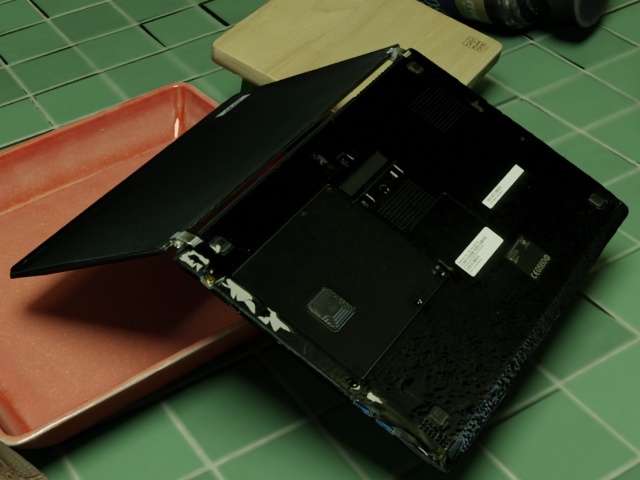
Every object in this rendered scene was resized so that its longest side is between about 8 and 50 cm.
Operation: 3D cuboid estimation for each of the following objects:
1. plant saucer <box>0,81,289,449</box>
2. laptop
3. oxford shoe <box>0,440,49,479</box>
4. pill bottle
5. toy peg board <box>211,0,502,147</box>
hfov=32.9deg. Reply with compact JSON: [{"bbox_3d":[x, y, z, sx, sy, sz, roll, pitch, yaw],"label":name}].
[{"bbox_3d":[-0.127,0.008,0.683,0.258,0.048,0.259,-27,43,-26],"label":"plant saucer"},{"bbox_3d":[0.000,0.000,0.632,0.264,0.136,0.234,38,50,8],"label":"laptop"},{"bbox_3d":[-0.284,0.102,0.553,0.364,0.130,0.133,18,10,36],"label":"oxford shoe"},{"bbox_3d":[0.135,-0.249,0.921,0.219,0.123,0.123,21,45,30],"label":"pill bottle"},{"bbox_3d":[0.025,-0.118,0.821,0.160,0.079,0.161,31,49,16],"label":"toy peg board"}]
